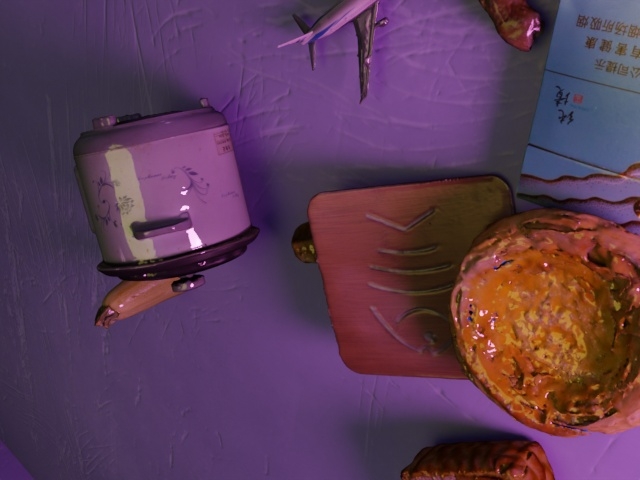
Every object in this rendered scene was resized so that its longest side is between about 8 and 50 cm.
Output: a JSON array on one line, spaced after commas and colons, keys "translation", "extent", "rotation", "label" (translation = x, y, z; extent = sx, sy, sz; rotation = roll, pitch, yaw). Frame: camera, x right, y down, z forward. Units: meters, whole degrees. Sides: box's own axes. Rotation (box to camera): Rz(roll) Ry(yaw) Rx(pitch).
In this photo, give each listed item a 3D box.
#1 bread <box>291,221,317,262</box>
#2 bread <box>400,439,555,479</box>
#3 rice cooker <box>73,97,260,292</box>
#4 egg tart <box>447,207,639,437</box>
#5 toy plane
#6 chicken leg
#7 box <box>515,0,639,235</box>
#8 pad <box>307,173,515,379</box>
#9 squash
[{"translation": [0.000, 0.000, 1.003], "extent": [0.110, 0.060, 0.066], "rotation": [-10, 89, 49], "label": "bread"}, {"translation": [0.232, 0.370, 0.934], "extent": [0.222, 0.096, 0.182], "rotation": [-22, 94, 45], "label": "bread"}, {"translation": [-0.243, -0.063, 1.064], "extent": [0.316, 0.264, 0.317], "rotation": [167, 90, -86], "label": "rice cooker"}, {"translation": [0.278, 0.092, 0.751], "extent": [0.290, 0.107, 0.291], "rotation": [17, 116, 39], "label": "egg tart"}, {"translation": [0.036, -0.289, 0.825], "extent": [0.226, 0.058, 0.226], "rotation": [-19, 92, 44], "label": "toy plane"}, {"translation": [0.171, -0.286, 0.700], "extent": [0.085, 0.069, 0.198], "rotation": [-32, 93, 23], "label": "chicken leg"}, {"translation": [0.297, -0.124, 0.666], "extent": [0.162, 0.041, 0.229], "rotation": [26, 126, 33], "label": "box"}, {"translation": [0.129, 0.060, 0.894], "extent": [0.286, 0.018, 0.284], "rotation": [-3, 108, 31], "label": "pad"}, {"translation": [-0.343, 0.103, 1.268], "extent": [0.094, 0.224, 0.094], "rotation": [19, 125, 29], "label": "squash"}]
